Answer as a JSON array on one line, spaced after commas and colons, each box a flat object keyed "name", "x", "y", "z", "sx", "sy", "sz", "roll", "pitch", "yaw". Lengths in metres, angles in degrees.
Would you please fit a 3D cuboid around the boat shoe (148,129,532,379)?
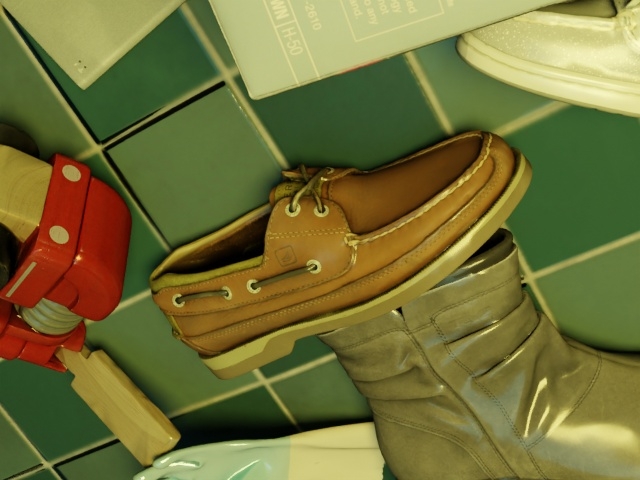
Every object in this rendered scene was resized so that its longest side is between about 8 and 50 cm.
[{"name": "boat shoe", "x": 0.000, "y": 0.000, "z": 0.657, "sx": 0.307, "sy": 0.111, "sz": 0.104, "roll": -32, "pitch": 111, "yaw": 23}]

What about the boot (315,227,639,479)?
[{"name": "boot", "x": 0.173, "y": 0.086, "z": 0.681, "sx": 0.338, "sy": 0.118, "sz": 0.223, "roll": -20, "pitch": 109, "yaw": 14}]

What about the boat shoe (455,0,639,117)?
[{"name": "boat shoe", "x": 0.244, "y": -0.135, "z": 0.547, "sx": 0.320, "sy": 0.118, "sz": 0.103, "roll": 3, "pitch": 113, "yaw": 3}]

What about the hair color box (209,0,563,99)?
[{"name": "hair color box", "x": 0.130, "y": -0.205, "z": 0.479, "sx": 0.374, "sy": 0.185, "sz": 0.114, "roll": -16, "pitch": 115, "yaw": 17}]

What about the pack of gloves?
[{"name": "pack of gloves", "x": -0.052, "y": 0.254, "z": 0.794, "sx": 0.232, "sy": 0.046, "sz": 0.195, "roll": -4, "pitch": 125, "yaw": -14}]

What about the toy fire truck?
[{"name": "toy fire truck", "x": -0.204, "y": 0.062, "z": 0.714, "sx": 0.246, "sy": 0.158, "sz": 0.217, "roll": 25, "pitch": 134, "yaw": -29}]

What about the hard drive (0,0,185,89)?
[{"name": "hard drive", "x": -0.152, "y": -0.182, "z": 0.631, "sx": 0.135, "sy": 0.022, "sz": 0.094, "roll": -34, "pitch": 109, "yaw": 24}]
